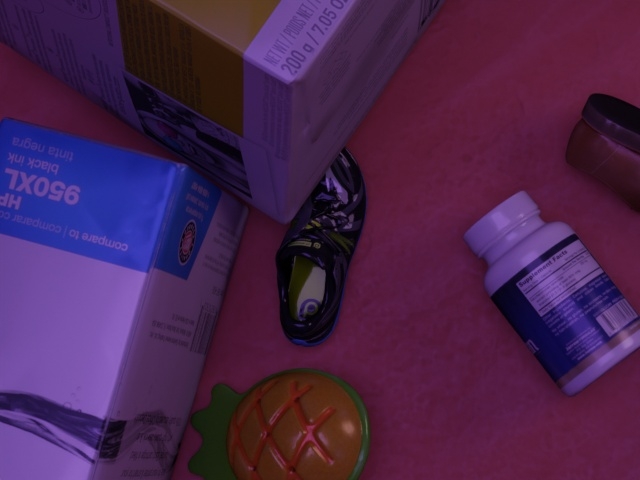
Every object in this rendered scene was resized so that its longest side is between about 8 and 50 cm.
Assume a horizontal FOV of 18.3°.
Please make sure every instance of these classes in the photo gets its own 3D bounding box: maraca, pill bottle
[{"bbox_3d":[-0.038,0.175,1.736,0.186,0.099,0.127,-5,72,31],"label":"maraca"},{"bbox_3d":[0.201,0.043,1.719,0.094,0.094,0.169,-37,81,2],"label":"pill bottle"}]

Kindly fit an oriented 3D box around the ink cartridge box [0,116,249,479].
[{"bbox_3d":[-0.210,0.123,1.662,0.166,0.285,0.394,15,86,9],"label":"ink cartridge box"}]

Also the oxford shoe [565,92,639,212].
[{"bbox_3d":[0.314,-0.048,1.739,0.212,0.076,0.076,30,118,6],"label":"oxford shoe"}]

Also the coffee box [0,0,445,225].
[{"bbox_3d":[-0.071,-0.279,1.632,0.334,0.338,0.337,32,75,8],"label":"coffee box"}]

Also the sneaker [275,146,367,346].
[{"bbox_3d":[0.000,0.000,1.755,0.067,0.078,0.188,8,83,8],"label":"sneaker"}]
